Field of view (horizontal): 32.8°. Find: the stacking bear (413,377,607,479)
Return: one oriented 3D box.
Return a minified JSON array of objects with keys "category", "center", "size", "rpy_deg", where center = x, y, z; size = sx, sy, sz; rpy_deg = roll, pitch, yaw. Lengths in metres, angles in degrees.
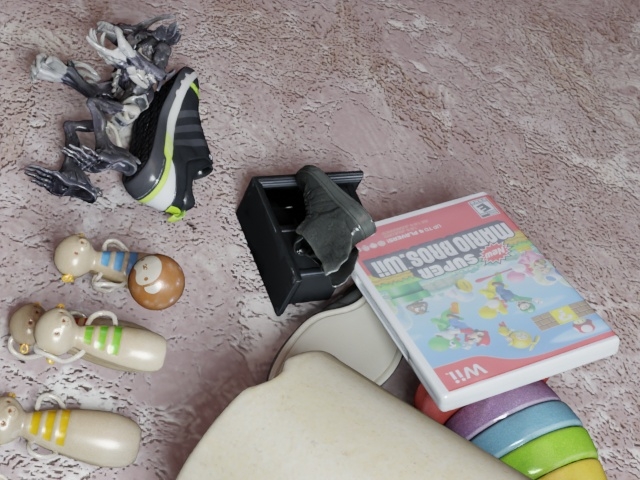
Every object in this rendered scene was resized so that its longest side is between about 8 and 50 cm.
[{"category":"stacking bear","center":[0.233,0.265,1.132],"size":[0.175,0.164,0.289],"rpy_deg":[-18,60,-18]}]

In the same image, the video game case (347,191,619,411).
[{"category":"video game case","center":[0.158,0.054,1.182],"size":[0.204,0.025,0.285],"rpy_deg":[-16,40,-16]}]

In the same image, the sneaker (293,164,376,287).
[{"category":"sneaker","center":[-0.002,-0.020,1.232],"size":[0.089,0.051,0.170],"rpy_deg":[-37,47,-13]}]

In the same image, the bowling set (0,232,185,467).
[{"category":"bowling set","center":[-0.224,0.059,1.078],"size":[0.154,0.200,0.287],"rpy_deg":[14,44,-12]}]

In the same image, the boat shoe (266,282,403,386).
[{"category":"boat shoe","center":[0.049,0.108,1.246],"size":[0.112,0.095,0.335],"rpy_deg":[39,52,9]}]

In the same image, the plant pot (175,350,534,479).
[{"category":"plant pot","center":[0.042,0.272,0.960],"size":[0.305,0.334,0.333],"rpy_deg":[37,45,24]}]

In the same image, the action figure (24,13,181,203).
[{"category":"action figure","center":[-0.257,-0.189,1.292],"size":[0.141,0.164,0.276],"rpy_deg":[36,48,-31]}]

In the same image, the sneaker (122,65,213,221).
[{"category":"sneaker","center":[-0.178,-0.113,1.340],"size":[0.097,0.084,0.235],"rpy_deg":[36,42,-27]}]

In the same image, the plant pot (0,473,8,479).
[{"category":"plant pot","center":[-0.294,0.284,0.914],"size":[0.109,0.096,0.109],"rpy_deg":[-25,65,-39]}]

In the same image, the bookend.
[{"category":"bookend","center":[0.000,0.000,1.312],"size":[0.156,0.072,0.157],"rpy_deg":[-4,55,-29]}]
